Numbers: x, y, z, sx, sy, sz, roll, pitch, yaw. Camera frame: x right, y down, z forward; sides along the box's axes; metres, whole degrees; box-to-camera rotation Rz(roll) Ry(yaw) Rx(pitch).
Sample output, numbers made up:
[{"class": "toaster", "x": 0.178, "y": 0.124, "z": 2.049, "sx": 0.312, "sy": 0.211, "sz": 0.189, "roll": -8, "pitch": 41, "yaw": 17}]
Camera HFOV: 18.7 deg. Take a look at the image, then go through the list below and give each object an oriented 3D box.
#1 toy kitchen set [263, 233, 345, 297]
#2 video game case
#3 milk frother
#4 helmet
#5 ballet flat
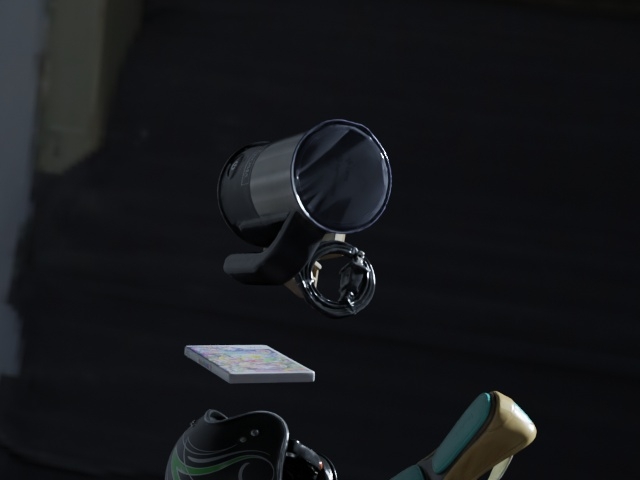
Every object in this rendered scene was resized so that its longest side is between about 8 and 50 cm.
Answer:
[{"class": "toy kitchen set", "x": 0.000, "y": 0.000, "z": 1.763, "sx": 0.075, "sy": 0.083, "sz": 0.068, "roll": 41, "pitch": 48, "yaw": -44}, {"class": "video game case", "x": -0.069, "y": 0.117, "z": 1.858, "sx": 0.087, "sy": 0.122, "sz": 0.011, "roll": 0, "pitch": 99, "yaw": -24}, {"class": "milk frother", "x": 0.008, "y": -0.013, "z": 1.474, "sx": 0.143, "sy": 0.134, "sz": 0.129, "roll": 15, "pitch": 80, "yaw": -24}, {"class": "helmet", "x": -0.081, "y": 0.256, "z": 2.008, "sx": 0.169, "sy": 0.161, "sz": 0.169, "roll": 26, "pitch": 60, "yaw": -58}, {"class": "ballet flat", "x": 0.128, "y": 0.248, "z": 1.967, "sx": 0.232, "sy": 0.073, "sz": 0.080, "roll": -47, "pitch": -157, "yaw": 27}]
